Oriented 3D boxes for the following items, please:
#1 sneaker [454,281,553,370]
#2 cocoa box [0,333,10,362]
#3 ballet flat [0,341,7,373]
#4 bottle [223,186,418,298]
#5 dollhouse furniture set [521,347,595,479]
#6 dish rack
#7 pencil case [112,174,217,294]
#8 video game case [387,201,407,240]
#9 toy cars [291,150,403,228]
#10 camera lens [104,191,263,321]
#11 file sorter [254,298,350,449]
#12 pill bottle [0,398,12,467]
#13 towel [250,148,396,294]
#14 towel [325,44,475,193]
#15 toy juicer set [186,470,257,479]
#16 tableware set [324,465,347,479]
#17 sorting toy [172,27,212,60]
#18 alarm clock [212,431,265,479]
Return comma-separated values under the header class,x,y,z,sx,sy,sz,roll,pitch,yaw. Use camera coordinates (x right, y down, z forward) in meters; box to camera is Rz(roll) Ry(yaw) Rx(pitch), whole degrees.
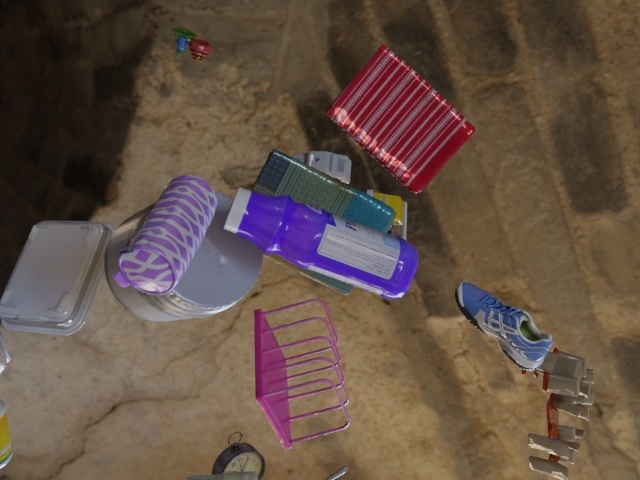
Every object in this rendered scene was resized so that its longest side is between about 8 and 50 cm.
class,x,y,z,sx,sy,sz,roll,pitch,yaw
sneaker,0.348,0.146,1.275,0.211,0.080,0.081,41,-44,16
cocoa box,-0.921,0.209,1.492,0.228,0.347,0.231,56,-23,23
ballet flat,-0.635,0.148,1.121,0.106,0.108,0.316,54,-11,54
bottle,0.000,0.000,1.000,0.283,0.092,0.118,21,7,-9
dollhouse furniture set,0.552,0.381,1.600,0.135,0.262,0.259,9,-53,31
dish rack,-0.716,0.081,1.805,0.286,0.332,0.072,2,-28,20
pencil case,-0.208,-0.010,0.929,0.088,0.206,0.086,-21,-63,25
video game case,0.185,-0.033,1.989,0.143,0.157,0.019,-7,-25,26
toy cars,0.067,-0.159,1.933,0.394,0.176,0.087,40,-17,22
camera lens,-0.251,0.032,1.210,0.274,0.219,0.219,-15,-77,57
file sorter,-0.042,0.313,1.646,0.290,0.182,0.202,-99,170,-53
pill bottle,-0.833,0.457,1.657,0.118,0.118,0.208,29,-57,51
towel,-0.021,-0.042,1.728,0.370,0.271,0.040,26,16,-18
towel,0.171,-0.255,1.448,0.275,0.199,0.031,41,21,-5
toy juicer set,-0.216,0.516,1.291,0.329,0.209,0.089,-81,147,-69
tableware set,-0.031,0.478,1.180,0.039,0.194,0.128,28,-47,49
sorting toy,-0.271,-0.399,1.385,0.102,0.061,0.042,38,-57,26
alarm clock,-0.207,0.552,1.674,0.064,0.129,0.192,30,-52,49
